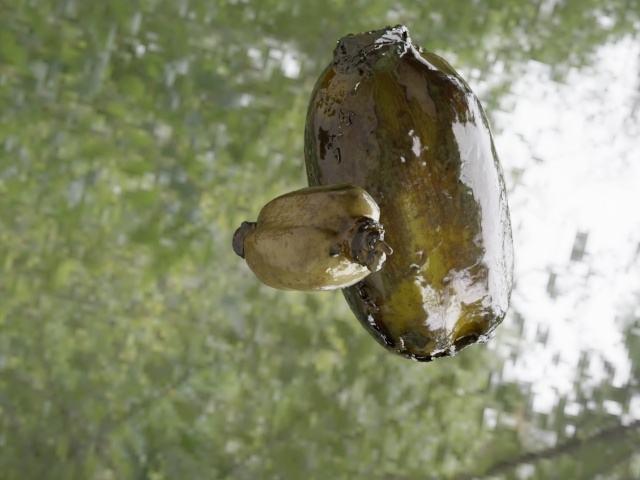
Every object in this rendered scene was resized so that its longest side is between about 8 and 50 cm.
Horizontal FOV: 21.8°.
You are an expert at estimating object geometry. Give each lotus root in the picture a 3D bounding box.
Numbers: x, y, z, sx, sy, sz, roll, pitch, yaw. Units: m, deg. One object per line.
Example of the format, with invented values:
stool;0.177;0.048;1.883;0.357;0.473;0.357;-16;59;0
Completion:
lotus root;0.092;-0.044;1.694;0.179;0.196;0.397;28;-39;50
lotus root;0.000;0.000;1.033;0.072;0.063;0.152;-49;-154;-21
